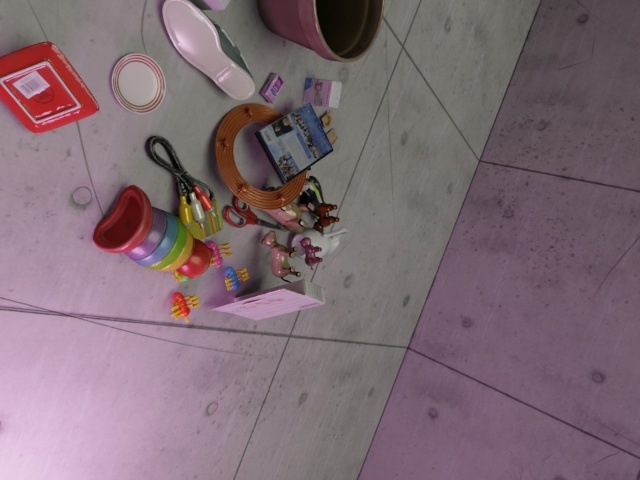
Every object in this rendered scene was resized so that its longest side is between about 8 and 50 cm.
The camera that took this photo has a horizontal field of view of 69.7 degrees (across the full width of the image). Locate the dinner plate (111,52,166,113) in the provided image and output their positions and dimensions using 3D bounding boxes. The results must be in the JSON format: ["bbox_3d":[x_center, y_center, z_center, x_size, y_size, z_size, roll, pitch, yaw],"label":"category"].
[{"bbox_3d":[-0.444,-0.382,1.125,0.141,0.017,0.141,-29,129,-44],"label":"dinner plate"}]

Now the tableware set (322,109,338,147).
[{"bbox_3d":[0.012,-0.397,1.724,0.141,0.020,0.168,-50,141,-26],"label":"tableware set"}]

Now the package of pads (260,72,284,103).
[{"bbox_3d":[-0.152,-0.481,1.453,0.083,0.032,0.050,-63,147,-10],"label":"package of pads"}]

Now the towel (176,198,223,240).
[{"bbox_3d":[-0.394,-0.037,1.364,0.237,0.021,0.102,-31,124,-41],"label":"towel"}]

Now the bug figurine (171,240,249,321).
[{"bbox_3d":[-0.362,0.118,1.435,0.279,0.072,0.216,-27,121,-38],"label":"bug figurine"}]

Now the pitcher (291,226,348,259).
[{"bbox_3d":[0.000,0.000,1.785,0.178,0.125,0.207,-39,160,29],"label":"pitcher"}]

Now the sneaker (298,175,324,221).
[{"bbox_3d":[-0.040,-0.143,1.752,0.097,0.084,0.234,-29,130,-13],"label":"sneaker"}]

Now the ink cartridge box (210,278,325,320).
[{"bbox_3d":[-0.173,0.194,1.546,0.261,0.296,0.066,31,47,-55],"label":"ink cartridge box"}]

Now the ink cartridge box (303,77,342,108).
[{"bbox_3d":[0.006,-0.504,1.572,0.052,0.122,0.088,-12,116,-51],"label":"ink cartridge box"}]

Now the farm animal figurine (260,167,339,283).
[{"bbox_3d":[-0.109,-0.060,1.599,0.330,0.172,0.326,-51,124,-32],"label":"farm animal figurine"}]

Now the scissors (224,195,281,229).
[{"bbox_3d":[-0.226,-0.059,1.575,0.297,0.021,0.109,45,61,-55],"label":"scissors"}]

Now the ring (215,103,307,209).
[{"bbox_3d":[-0.168,-0.261,1.421,0.337,0.032,0.336,5,82,-39],"label":"ring"}]

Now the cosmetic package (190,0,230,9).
[{"bbox_3d":[-0.276,-0.715,1.083,0.224,0.138,0.225,-61,145,-11],"label":"cosmetic package"}]

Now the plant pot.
[{"bbox_3d":[-0.018,-0.689,1.313,0.323,0.280,0.323,-28,129,-43],"label":"plant pot"}]

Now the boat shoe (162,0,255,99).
[{"bbox_3d":[-0.292,-0.515,1.224,0.319,0.116,0.099,43,28,-46],"label":"boat shoe"}]

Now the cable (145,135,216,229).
[{"bbox_3d":[-0.369,-0.166,1.275,0.139,0.072,0.287,-40,133,-33],"label":"cable"}]

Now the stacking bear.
[{"bbox_3d":[-0.408,0.010,1.219,0.175,0.164,0.289,-55,142,-4],"label":"stacking bear"}]

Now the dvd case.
[{"bbox_3d":[-0.077,-0.314,1.471,0.253,0.022,0.180,-41,111,-36],"label":"dvd case"}]

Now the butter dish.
[{"bbox_3d":[-0.555,-0.324,0.932,0.160,0.118,0.159,-19,137,3],"label":"butter dish"}]
